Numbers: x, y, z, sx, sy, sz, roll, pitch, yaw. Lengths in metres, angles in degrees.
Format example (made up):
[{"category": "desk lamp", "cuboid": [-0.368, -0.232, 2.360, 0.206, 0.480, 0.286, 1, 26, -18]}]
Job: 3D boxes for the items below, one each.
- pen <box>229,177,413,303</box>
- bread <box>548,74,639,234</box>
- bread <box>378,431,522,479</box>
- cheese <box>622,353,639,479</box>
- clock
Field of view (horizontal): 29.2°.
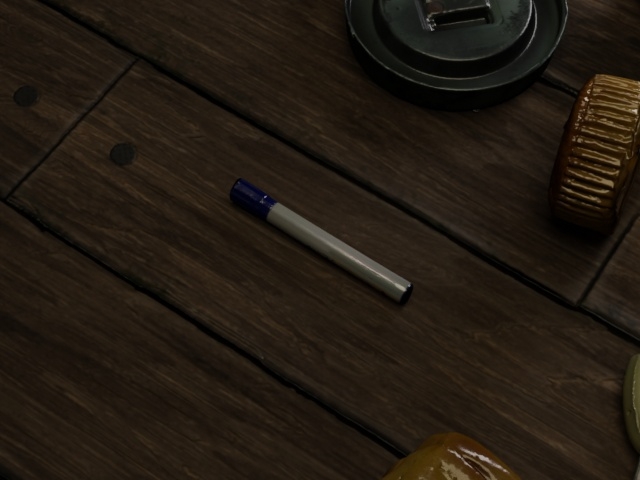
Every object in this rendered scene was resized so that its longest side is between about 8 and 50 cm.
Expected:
[{"category": "pen", "cuboid": [0.000, 0.000, 1.545, 0.269, 0.033, 0.033, 32, 65, 15]}, {"category": "bread", "cuboid": [0.343, -0.108, 1.519, 0.104, 0.199, 0.199, 17, 62, 13]}, {"category": "bread", "cuboid": [0.085, 0.341, 1.297, 0.294, 0.132, 0.167, -37, 74, -21]}, {"category": "cheese", "cuboid": [0.390, 0.232, 1.407, 0.127, 0.050, 0.255, 21, 62, 11]}, {"category": "clock", "cuboid": [0.184, -0.316, 1.709, 0.312, 0.061, 0.312, 0, 60, -1]}]
